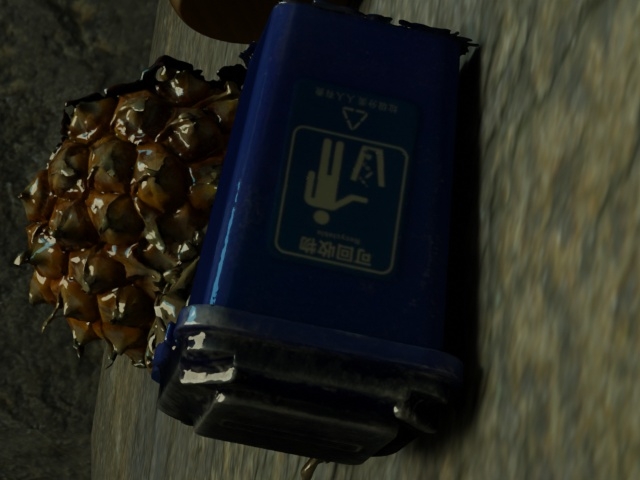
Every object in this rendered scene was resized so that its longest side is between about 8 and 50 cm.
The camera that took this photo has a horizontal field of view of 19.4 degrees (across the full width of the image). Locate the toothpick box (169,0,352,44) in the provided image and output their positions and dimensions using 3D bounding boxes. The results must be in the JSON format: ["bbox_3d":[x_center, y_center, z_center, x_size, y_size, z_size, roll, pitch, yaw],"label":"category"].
[{"bbox_3d":[-0.053,-0.311,1.444,0.192,0.192,0.294,120,149,-65],"label":"toothpick box"}]

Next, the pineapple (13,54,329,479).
[{"bbox_3d":[-0.071,0.044,1.315,0.272,0.262,0.263,-122,38,-53],"label":"pineapple"}]

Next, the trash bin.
[{"bbox_3d":[0.000,0.000,1.061,0.184,0.162,0.235,127,153,-70],"label":"trash bin"}]
